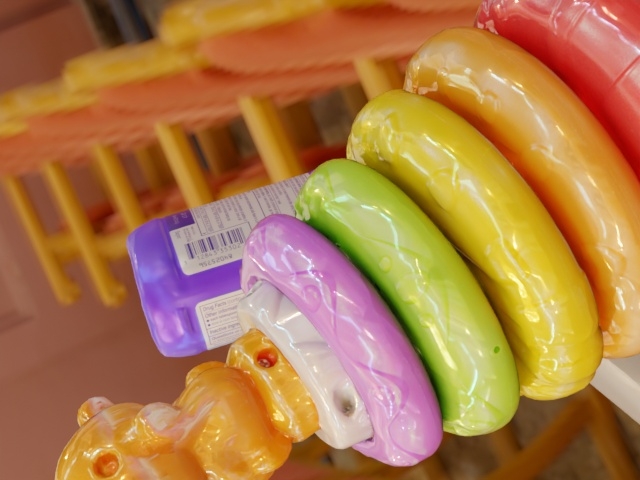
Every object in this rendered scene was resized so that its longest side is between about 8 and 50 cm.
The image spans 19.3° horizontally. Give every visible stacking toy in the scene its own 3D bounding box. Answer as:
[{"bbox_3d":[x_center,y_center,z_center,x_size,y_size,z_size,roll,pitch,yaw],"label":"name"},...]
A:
[{"bbox_3d":[0.034,0.019,0.684,0.175,0.302,0.166,49,164,22],"label":"stacking toy"}]

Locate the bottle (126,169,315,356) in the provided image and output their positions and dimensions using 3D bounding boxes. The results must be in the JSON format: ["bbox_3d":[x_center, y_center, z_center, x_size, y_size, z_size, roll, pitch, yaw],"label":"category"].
[{"bbox_3d":[0.000,0.000,1.409,0.118,0.283,0.092,-117,11,-61],"label":"bottle"}]

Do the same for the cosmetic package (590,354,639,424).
[{"bbox_3d":[0.304,0.104,1.711,0.238,0.107,0.127,37,169,0],"label":"cosmetic package"}]
